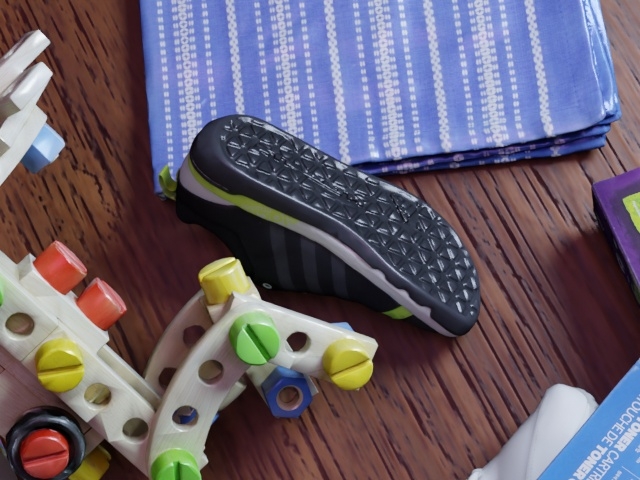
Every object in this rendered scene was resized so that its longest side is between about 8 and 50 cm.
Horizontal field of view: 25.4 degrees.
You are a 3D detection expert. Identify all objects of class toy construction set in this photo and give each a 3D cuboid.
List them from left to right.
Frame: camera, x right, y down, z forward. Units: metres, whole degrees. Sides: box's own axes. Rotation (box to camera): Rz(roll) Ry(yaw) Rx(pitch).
[{"bbox_3d":[-0.143,0.031,0.890,0.215,0.151,0.328,-43,97,3],"label":"toy construction set"}]

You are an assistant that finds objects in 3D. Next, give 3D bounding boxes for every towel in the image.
[{"bbox_3d":[0.033,-0.162,1.026,0.335,0.040,0.243,-8,73,4],"label":"towel"}]

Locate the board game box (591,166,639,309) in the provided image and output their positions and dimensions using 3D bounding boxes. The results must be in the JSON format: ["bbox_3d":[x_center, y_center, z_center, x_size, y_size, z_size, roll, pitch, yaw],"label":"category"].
[{"bbox_3d":[0.329,0.078,0.874,0.208,0.056,0.347,-22,62,5],"label":"board game box"}]

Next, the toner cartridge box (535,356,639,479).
[{"bbox_3d":[0.132,0.237,0.743,0.165,0.075,0.348,36,67,22],"label":"toner cartridge box"}]

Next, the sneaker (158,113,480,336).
[{"bbox_3d":[0.000,0.000,0.974,0.234,0.097,0.084,33,42,-4],"label":"sneaker"}]

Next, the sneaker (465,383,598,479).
[{"bbox_3d":[0.074,0.209,0.888,0.129,0.111,0.297,32,79,19],"label":"sneaker"}]

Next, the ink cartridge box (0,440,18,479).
[{"bbox_3d":[-0.303,0.196,0.918,0.207,0.119,0.353,-28,73,-2],"label":"ink cartridge box"}]
